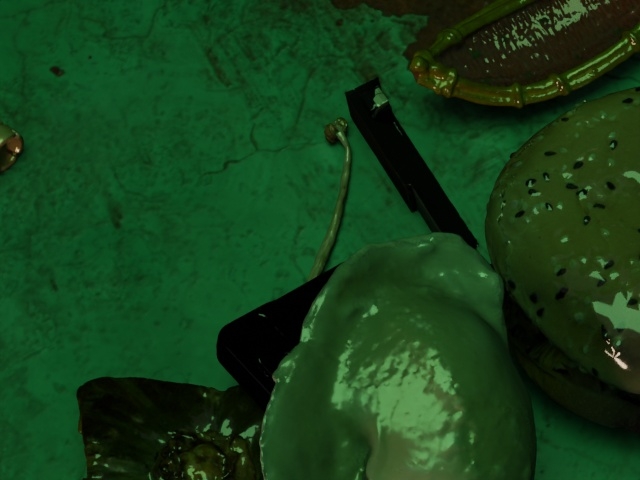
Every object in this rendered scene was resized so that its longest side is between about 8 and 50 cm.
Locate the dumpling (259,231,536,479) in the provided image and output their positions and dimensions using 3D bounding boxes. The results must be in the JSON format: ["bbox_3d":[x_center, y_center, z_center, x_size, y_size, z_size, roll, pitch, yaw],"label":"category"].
[{"bbox_3d":[0.086,0.168,1.597,0.212,0.270,0.320,-21,60,13],"label":"dumpling"}]

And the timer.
[{"bbox_3d":[0.011,0.097,1.758,0.187,0.055,0.144,-29,57,-28],"label":"timer"}]

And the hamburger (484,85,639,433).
[{"bbox_3d":[0.293,0.011,1.699,0.277,0.195,0.318,15,60,18],"label":"hamburger"}]

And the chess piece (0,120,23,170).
[{"bbox_3d":[-0.375,-0.125,1.983,0.122,0.066,0.066,34,72,22],"label":"chess piece"}]

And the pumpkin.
[{"bbox_3d":[-0.105,0.239,1.708,0.290,0.095,0.258,5,50,4],"label":"pumpkin"}]

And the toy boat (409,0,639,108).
[{"bbox_3d":[0.240,-0.215,1.894,0.318,0.099,0.141,-25,63,-6],"label":"toy boat"}]

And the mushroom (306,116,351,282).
[{"bbox_3d":[0.006,0.000,1.863,0.028,0.026,0.286,-7,60,26],"label":"mushroom"}]

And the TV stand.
[{"bbox_3d":[0.102,-0.054,1.857,0.040,0.049,0.256,-28,59,-6],"label":"TV stand"}]
